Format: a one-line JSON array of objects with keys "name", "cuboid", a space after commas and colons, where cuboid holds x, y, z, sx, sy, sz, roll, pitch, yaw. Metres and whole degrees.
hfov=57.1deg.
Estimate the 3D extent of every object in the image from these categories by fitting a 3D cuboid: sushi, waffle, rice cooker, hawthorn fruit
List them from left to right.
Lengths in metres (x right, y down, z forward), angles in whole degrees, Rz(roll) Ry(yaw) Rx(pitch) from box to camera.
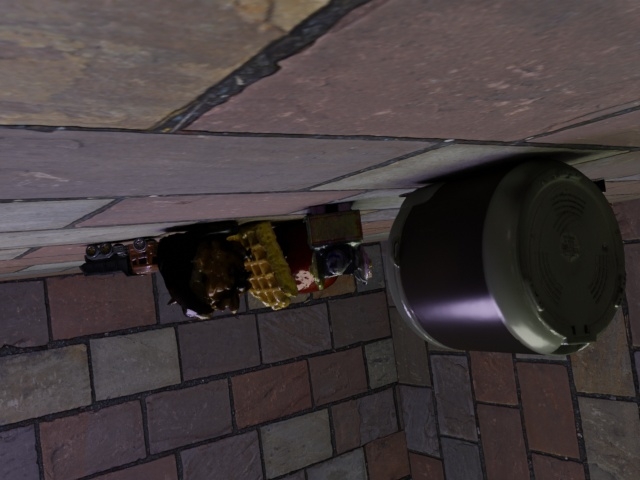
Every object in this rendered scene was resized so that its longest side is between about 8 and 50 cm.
[{"name": "sushi", "cuboid": [-0.255, 0.066, 1.330, 0.200, 0.203, 0.213, -12, -178, 8]}, {"name": "waffle", "cuboid": [-0.162, 0.069, 1.486, 0.057, 0.229, 0.219, -28, -167, -34]}, {"name": "hawthorn fruit", "cuboid": [-0.033, 0.040, 1.573, 0.250, 0.215, 0.215, -11, 178, -11]}, {"name": "rice cooker", "cuboid": [0.303, 0.037, 1.013, 0.335, 0.334, 0.325, -6, 176, -33]}]

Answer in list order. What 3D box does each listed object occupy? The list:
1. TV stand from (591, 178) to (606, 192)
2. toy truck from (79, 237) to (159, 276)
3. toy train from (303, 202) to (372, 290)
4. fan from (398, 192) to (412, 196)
[{"name": "TV stand", "cuboid": [0.580, -0.117, 1.484, 0.249, 0.036, 0.042, -9, 179, 23]}, {"name": "toy truck", "cuboid": [-0.491, 0.048, 1.458, 0.192, 0.092, 0.083, -8, 176, 6]}, {"name": "toy train", "cuboid": [0.036, 0.015, 1.309, 0.134, 0.177, 0.261, -7, 178, -3]}, {"name": "fan", "cuboid": [0.203, -0.097, 1.199, 0.085, 0.005, 0.133, -7, 179, 6]}]
